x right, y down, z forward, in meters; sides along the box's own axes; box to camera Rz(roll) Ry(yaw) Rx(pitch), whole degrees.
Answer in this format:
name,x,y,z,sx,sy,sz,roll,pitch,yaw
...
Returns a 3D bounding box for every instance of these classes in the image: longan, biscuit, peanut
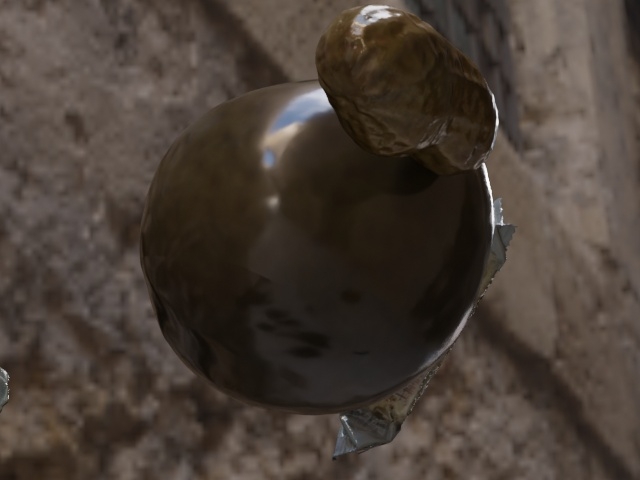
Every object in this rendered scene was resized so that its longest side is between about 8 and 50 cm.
name,x,y,z,sx,sy,sz,roll,pitch,yaw
longan,0.000,0.000,1.664,0.318,0.319,0.319,-3,-29,-2
biscuit,0.104,0.089,2.041,0.079,0.309,0.186,29,10,-4
peanut,0.070,-0.112,1.482,0.095,0.108,0.226,16,-6,33

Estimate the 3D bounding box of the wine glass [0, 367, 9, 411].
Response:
name,x,y,z,sx,sy,sz,roll,pitch,yaw
wine glass,-0.416,0.080,2.038,0.156,0.156,0.232,-1,-52,-4
